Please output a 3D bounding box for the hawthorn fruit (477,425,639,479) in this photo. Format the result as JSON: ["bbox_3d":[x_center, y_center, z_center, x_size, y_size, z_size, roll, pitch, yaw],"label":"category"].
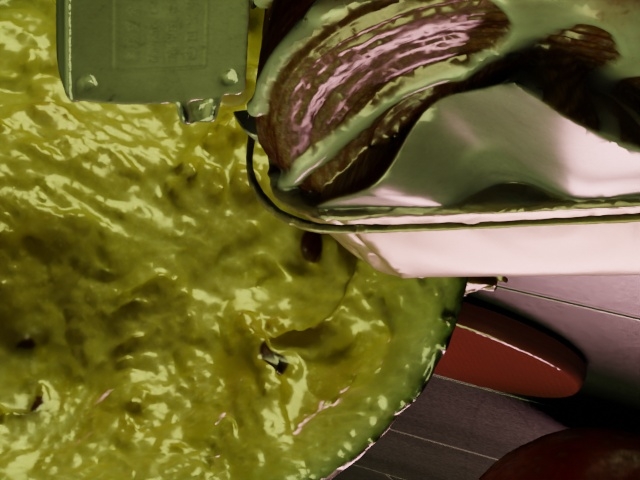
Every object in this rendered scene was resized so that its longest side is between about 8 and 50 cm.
[{"bbox_3d":[0.251,0.296,1.437,0.284,0.284,0.284,19,165,5],"label":"hawthorn fruit"}]

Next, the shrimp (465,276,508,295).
[{"bbox_3d":[0.000,-0.001,1.121,0.294,0.062,0.154,16,176,32],"label":"shrimp"}]

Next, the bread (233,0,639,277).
[{"bbox_3d":[0.076,-0.073,0.607,0.224,0.142,0.212,-1,148,16],"label":"bread"}]

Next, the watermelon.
[{"bbox_3d":[-0.092,-0.027,0.807,0.330,0.189,0.331,-6,129,-8],"label":"watermelon"}]

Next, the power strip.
[{"bbox_3d":[-0.063,-0.129,0.618,0.075,0.175,0.042,-3,-146,-14],"label":"power strip"}]

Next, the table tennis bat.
[{"bbox_3d":[0.066,0.075,1.329,0.310,0.038,0.200,15,164,20],"label":"table tennis bat"}]
